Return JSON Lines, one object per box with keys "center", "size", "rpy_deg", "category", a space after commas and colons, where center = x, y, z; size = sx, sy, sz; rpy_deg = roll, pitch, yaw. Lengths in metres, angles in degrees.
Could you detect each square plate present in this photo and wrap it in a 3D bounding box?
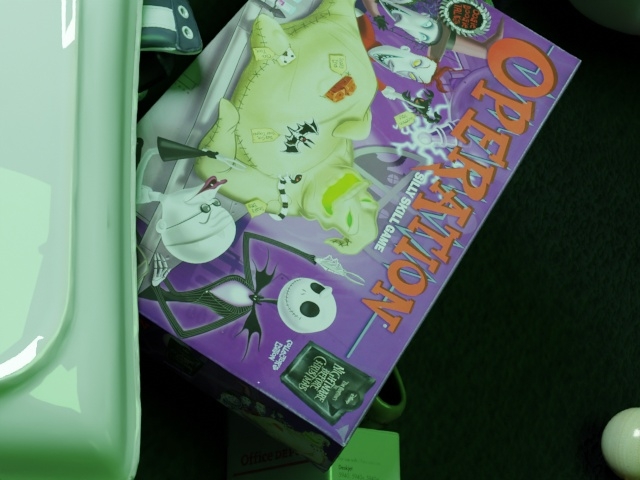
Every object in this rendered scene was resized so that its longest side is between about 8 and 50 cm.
{"center": [-0.250, -0.056, 0.606], "size": [0.347, 0.049, 0.344], "rpy_deg": [5, 73, -23], "category": "square plate"}

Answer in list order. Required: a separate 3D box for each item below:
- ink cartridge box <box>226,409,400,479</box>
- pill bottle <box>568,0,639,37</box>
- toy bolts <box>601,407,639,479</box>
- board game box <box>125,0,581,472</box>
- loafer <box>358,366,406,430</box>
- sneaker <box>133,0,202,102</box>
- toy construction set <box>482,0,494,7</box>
{"center": [-0.005, 0.172, 0.757], "size": [0.060, 0.104, 0.180], "rpy_deg": [14, 67, -37], "category": "ink cartridge box"}
{"center": [0.352, -0.284, 1.128], "size": [0.407, 0.229, 0.229], "rpy_deg": [6, 72, -39], "category": "pill bottle"}
{"center": [0.306, 0.221, 0.958], "size": [0.158, 0.218, 0.229], "rpy_deg": [24, 43, -26], "category": "toy bolts"}
{"center": [0.005, -0.051, 0.782], "size": [0.208, 0.056, 0.347], "rpy_deg": [34, 56, 1], "category": "board game box"}
{"center": [0.000, 0.000, 0.832], "size": [0.096, 0.084, 0.268], "rpy_deg": [-8, 81, -41], "category": "loafer"}
{"center": [-0.092, -0.188, 0.805], "size": [0.282, 0.099, 0.153], "rpy_deg": [-32, 92, -35], "category": "sneaker"}
{"center": [0.102, -0.302, 0.892], "size": [0.215, 0.328, 0.151], "rpy_deg": [33, 40, 0], "category": "toy construction set"}
